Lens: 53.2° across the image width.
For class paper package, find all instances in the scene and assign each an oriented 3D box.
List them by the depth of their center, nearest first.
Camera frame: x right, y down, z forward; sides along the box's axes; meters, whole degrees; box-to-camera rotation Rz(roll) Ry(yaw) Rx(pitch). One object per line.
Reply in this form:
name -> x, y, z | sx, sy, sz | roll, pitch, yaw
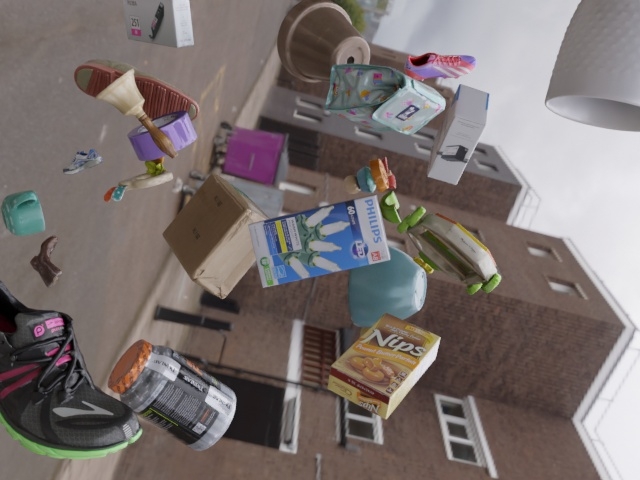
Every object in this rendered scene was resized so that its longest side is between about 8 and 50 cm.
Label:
paper package -> -0.342, -0.024, 2.168 | 0.309, 0.168, 0.325 | -50, -140, 2

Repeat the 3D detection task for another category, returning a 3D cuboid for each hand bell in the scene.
hand bell -> -0.459, -0.316, 1.679 | 0.126, 0.242, 0.126 | -34, -160, 14

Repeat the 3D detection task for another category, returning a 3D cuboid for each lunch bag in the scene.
lunch bag -> 0.183, -0.388, 1.749 | 0.262, 0.223, 0.160 | 9, -92, 40

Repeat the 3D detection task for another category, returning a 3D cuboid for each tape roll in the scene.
tape roll -> -0.467, -0.311, 1.893 | 0.189, 0.189, 0.080 | -86, 158, -62

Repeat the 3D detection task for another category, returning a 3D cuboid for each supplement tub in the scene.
supplement tub -> -0.401, 0.415, 1.737 | 0.194, 0.316, 0.193 | -39, -155, 23

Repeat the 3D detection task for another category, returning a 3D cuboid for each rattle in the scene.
rattle -> -0.536, -0.204, 1.837 | 0.130, 0.200, 0.142 | 43, -38, 49

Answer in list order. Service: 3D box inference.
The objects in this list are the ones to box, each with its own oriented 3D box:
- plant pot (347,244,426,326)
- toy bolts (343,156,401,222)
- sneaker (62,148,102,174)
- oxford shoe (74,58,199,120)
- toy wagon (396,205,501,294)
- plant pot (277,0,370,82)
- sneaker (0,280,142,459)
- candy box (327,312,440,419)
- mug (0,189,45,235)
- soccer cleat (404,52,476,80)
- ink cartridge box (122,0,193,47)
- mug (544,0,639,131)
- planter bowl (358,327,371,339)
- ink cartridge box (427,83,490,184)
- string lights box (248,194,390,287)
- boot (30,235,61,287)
plant pot -> 0.233, 0.150, 2.084 | 0.290, 0.196, 0.289 | 5, 90, -66
toy bolts -> 0.134, -0.160, 1.935 | 0.228, 0.159, 0.218 | -88, 155, -50
sneaker -> -0.736, -0.245, 1.965 | 0.052, 0.135, 0.058 | -70, 140, -70
oxford shoe -> -0.576, -0.503, 2.073 | 0.146, 0.397, 0.140 | -82, -164, -52
toy wagon -> 0.321, 0.030, 1.671 | 0.068, 0.267, 0.344 | -48, 180, -9
plant pot -> 0.032, -0.595, 1.982 | 0.229, 0.263, 0.262 | 43, -55, 43
sneaker -> -0.553, 0.248, 1.258 | 0.202, 0.483, 0.185 | -62, 167, 21
candy box -> 0.180, 0.335, 1.760 | 0.316, 0.183, 0.087 | -35, 140, -49
mug -> -0.889, -0.089, 1.896 | 0.129, 0.098, 0.157 | 41, -43, 42
soccer cleat -> 0.412, -0.605, 2.190 | 0.095, 0.248, 0.083 | 75, 11, -57
ink cartridge box -> -0.456, -0.666, 1.754 | 0.275, 0.060, 0.238 | 23, -54, 41
mug -> 0.686, -0.441, 1.479 | 0.374, 0.277, 0.327 | -52, 157, -88
planter bowl -> 0.197, 0.378, 2.275 | 0.217, 0.090, 0.217 | 17, -66, 45
ink cartridge box -> 0.529, -0.405, 2.466 | 0.307, 0.129, 0.223 | 108, 0, -48
string lights box -> 0.000, 0.000, 1.284 | 0.077, 0.260, 0.133 | -31, 107, -81
boot -> -0.701, 0.056, 1.672 | 0.106, 0.114, 0.037 | -55, 145, 3
